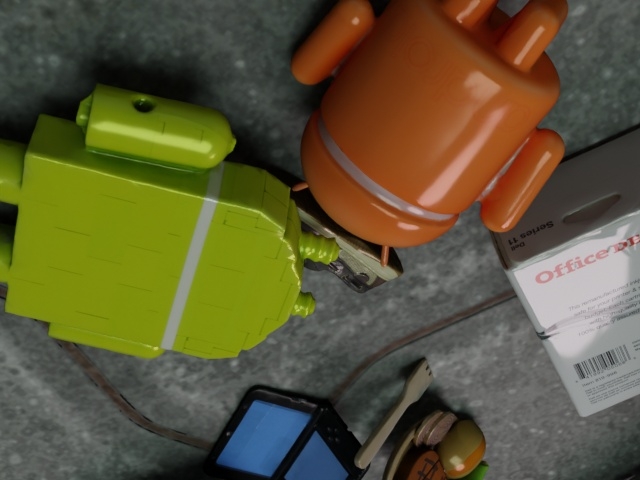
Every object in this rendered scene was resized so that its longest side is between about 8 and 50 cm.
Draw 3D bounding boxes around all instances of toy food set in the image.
[{"bbox_3d":[0.103,0.212,1.058,0.132,0.038,0.192,-51,136,-25],"label":"toy food set"}]

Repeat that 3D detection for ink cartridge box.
[{"bbox_3d":[0.236,0.028,0.938,0.153,0.087,0.208,-24,132,9],"label":"ink cartridge box"}]

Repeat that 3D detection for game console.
[{"bbox_3d":[-0.031,0.201,1.046,0.071,0.107,0.122,-9,140,-44],"label":"game console"}]

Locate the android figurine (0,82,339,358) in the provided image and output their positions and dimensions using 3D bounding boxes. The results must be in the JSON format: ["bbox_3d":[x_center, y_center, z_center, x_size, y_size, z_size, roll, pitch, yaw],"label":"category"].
[{"bbox_3d":[-0.126,0.001,0.829,0.273,0.056,0.248,12,135,-8],"label":"android figurine"}]

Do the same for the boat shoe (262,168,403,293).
[{"bbox_3d":[0.000,0.000,0.884,0.152,0.056,0.049,34,112,-34],"label":"boat shoe"}]

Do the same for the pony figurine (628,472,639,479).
[{"bbox_3d":[0.410,0.244,1.049,0.351,0.303,0.363,-37,140,-8],"label":"pony figurine"}]

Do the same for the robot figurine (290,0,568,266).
[{"bbox_3d":[0.069,-0.086,0.779,0.158,0.128,0.219,17,124,-32],"label":"robot figurine"}]
